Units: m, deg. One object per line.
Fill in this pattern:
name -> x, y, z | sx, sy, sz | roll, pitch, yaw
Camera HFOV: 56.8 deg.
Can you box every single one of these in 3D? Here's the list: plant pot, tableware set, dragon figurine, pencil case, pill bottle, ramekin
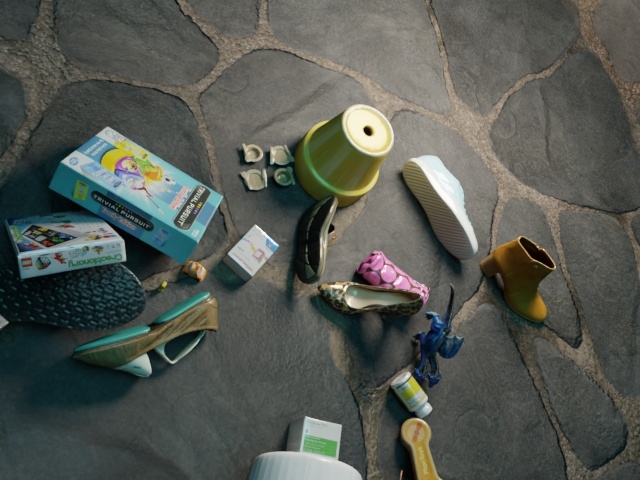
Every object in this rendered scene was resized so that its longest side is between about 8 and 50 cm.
plant pot -> 0.082, -0.257, 1.698 | 0.254, 0.239, 0.253 | 11, 64, -23
tableware set -> -0.148, -0.211, 1.684 | 0.169, 0.020, 0.140 | -5, 70, -21
dragon figurine -> 0.330, 0.269, 1.619 | 0.085, 0.289, 0.144 | 20, 24, -21
pencil case -> 0.209, 0.116, 1.690 | 0.209, 0.095, 0.098 | 38, 92, -9
pill bottle -> 0.247, 0.418, 1.592 | 0.065, 0.065, 0.116 | -35, 87, -33
ramekin -> -0.038, 0.556, 1.273 | 0.277, 0.277, 0.135 | 23, 53, -17

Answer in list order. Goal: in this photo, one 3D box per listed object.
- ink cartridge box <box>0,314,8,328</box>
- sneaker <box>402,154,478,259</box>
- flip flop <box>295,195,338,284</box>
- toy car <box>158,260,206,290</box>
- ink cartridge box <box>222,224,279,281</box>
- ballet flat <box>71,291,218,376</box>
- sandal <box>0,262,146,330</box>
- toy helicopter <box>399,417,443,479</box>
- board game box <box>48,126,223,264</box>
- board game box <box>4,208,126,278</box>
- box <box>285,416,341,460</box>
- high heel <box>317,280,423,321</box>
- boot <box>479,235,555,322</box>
ink cartridge box -> -0.716, 0.152, 1.158 | 0.109, 0.063, 0.150 | -45, 100, -7
sneaker -> 0.413, -0.120, 1.866 | 0.150, 0.135, 0.365 | -24, 82, -29
flip flop -> 0.000, 0.000, 1.635 | 0.080, 0.112, 0.276 | 35, 51, -40
toy car -> -0.334, 0.095, 1.455 | 0.060, 0.040, 0.122 | 46, 56, -2
ink cartridge box -> -0.182, 0.034, 1.551 | 0.088, 0.052, 0.122 | 42, 58, -5
ballet flat -> -0.377, 0.233, 1.349 | 0.343, 0.116, 0.124 | -23, 100, -36
sandal -> -0.604, 0.108, 1.272 | 0.447, 0.107, 0.167 | 1, 90, -14
toy helicopter -> 0.253, 0.621, 1.475 | 0.235, 0.140, 0.354 | -10, 54, -3
board game box -> -0.420, -0.115, 1.409 | 0.336, 0.079, 0.253 | 31, 27, -12
board game box -> -0.548, -0.003, 1.252 | 0.193, 0.305, 0.053 | -10, 109, -29
box -> -0.017, 0.478, 1.412 | 0.101, 0.102, 0.087 | 18, 60, -18
high heel -> 0.137, 0.142, 1.583 | 0.262, 0.186, 0.093 | 20, 61, -18
boot -> 0.654, 0.126, 1.834 | 0.295, 0.211, 0.104 | 44, 57, -4
